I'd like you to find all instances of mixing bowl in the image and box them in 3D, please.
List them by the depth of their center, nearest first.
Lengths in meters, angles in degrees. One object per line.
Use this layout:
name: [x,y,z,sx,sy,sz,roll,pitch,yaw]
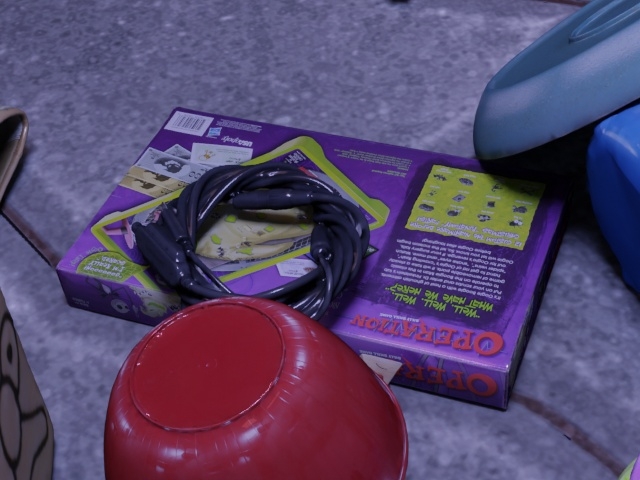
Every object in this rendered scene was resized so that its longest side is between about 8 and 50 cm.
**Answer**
mixing bowl: [-0.049,0.097,0.643,0.181,0.098,0.181,-10,43,10]

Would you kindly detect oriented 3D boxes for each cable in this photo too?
cable: [-0.040,0.005,0.821,0.151,0.047,0.184,-23,39,-25]

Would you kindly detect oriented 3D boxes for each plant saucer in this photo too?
plant saucer: [0.245,-0.168,0.886,0.318,0.043,0.317,-33,10,6]

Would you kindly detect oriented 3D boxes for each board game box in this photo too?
board game box: [0.000,0.000,0.884,0.347,0.056,0.208,12,42,19]

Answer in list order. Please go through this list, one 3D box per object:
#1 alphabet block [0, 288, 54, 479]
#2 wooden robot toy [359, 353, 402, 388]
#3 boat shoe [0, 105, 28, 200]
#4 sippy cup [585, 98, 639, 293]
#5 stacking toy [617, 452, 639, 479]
alphabet block: [-0.269,0.145,0.660,0.193,0.192,0.197,-6,43,-3]
wooden robot toy: [-0.033,0.113,0.755,0.173,0.076,0.079,0,55,7]
boat shoe: [-0.300,-0.022,0.898,0.089,0.104,0.285,-5,43,5]
sippy cup: [0.313,-0.046,0.784,0.224,0.305,0.240,-24,87,-3]
stacking toy: [0.189,0.138,0.531,0.166,0.301,0.175,-4,43,3]
